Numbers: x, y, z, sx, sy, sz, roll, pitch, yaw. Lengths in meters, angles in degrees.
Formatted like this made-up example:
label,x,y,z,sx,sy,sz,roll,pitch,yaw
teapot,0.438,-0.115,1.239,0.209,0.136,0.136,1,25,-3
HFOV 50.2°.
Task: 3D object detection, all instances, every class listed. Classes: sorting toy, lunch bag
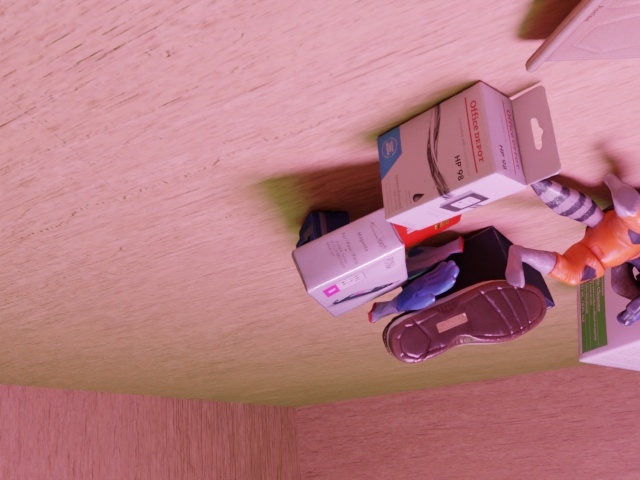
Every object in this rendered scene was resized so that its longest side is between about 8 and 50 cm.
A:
label,x,y,z,sx,sy,sz,roll,pitch,yaw
sorting toy,0.286,-0.190,0.529,0.208,0.038,0.193,-8,173,-5
lunch bag,0.000,0.000,0.983,0.065,0.067,0.098,2,156,-15

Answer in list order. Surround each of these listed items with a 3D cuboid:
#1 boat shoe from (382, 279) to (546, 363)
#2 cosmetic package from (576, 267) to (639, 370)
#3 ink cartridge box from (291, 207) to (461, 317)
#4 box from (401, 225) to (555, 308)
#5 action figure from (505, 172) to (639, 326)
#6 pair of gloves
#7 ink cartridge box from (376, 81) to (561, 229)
label,x,y,z,sx,sy,sz,roll,pitch,yaw
boat shoe,0.213,0.116,1.045,0.257,0.095,0.095,-10,180,-13
cosmetic package,0.617,0.100,1.200,0.155,0.197,0.365,10,157,-8
ink cartridge box,0.099,0.015,0.918,0.238,0.060,0.275,-25,165,2
box,0.281,0.089,1.202,0.184,0.103,0.261,-32,151,21
action figure,0.447,-0.042,0.927,0.330,0.179,0.341,2,133,-38
pair of gloves,0.151,0.054,1.070,0.159,0.198,0.023,-28,108,27
ink cartridge box,0.146,-0.090,0.710,0.060,0.104,0.180,14,153,-40
